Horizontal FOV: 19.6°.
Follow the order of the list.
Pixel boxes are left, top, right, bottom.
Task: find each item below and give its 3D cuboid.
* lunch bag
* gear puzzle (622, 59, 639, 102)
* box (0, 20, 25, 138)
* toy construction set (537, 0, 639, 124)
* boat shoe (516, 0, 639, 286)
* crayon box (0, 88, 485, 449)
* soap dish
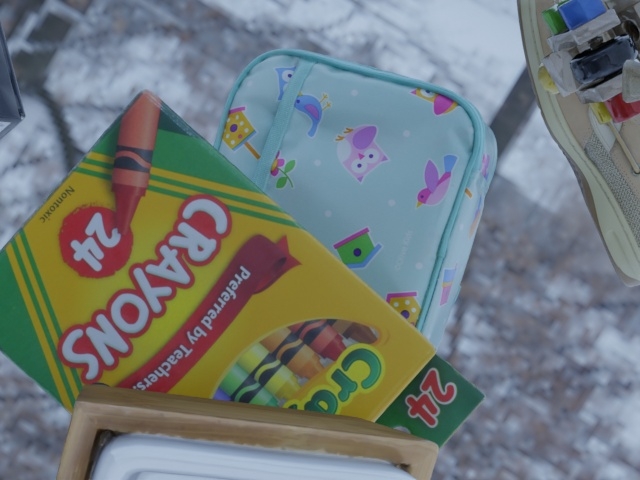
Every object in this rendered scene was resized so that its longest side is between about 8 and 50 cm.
[{"bbox_3d":[0.000,0.000,1.442,0.224,0.279,0.108,18,174,13],"label":"lunch bag"},{"bbox_3d":[0.243,-0.188,0.934,0.175,0.339,0.044,7,-141,17],"label":"gear puzzle"},{"bbox_3d":[-0.494,-0.247,1.758,0.395,0.097,0.318,2,-117,-45],"label":"box"},{"bbox_3d":[0.252,-0.214,1.686,0.309,0.257,0.237,38,163,-18],"label":"toy construction set"},{"bbox_3d":[0.299,-0.120,1.893,0.341,0.110,0.121,63,-162,-19],"label":"boat shoe"},{"bbox_3d":[-0.065,0.075,1.271,0.318,0.202,0.081,41,180,2],"label":"crayon box"},{"bbox_3d":[-0.077,0.228,1.156,0.229,0.290,0.118,9,-159,-21],"label":"soap dish"}]
